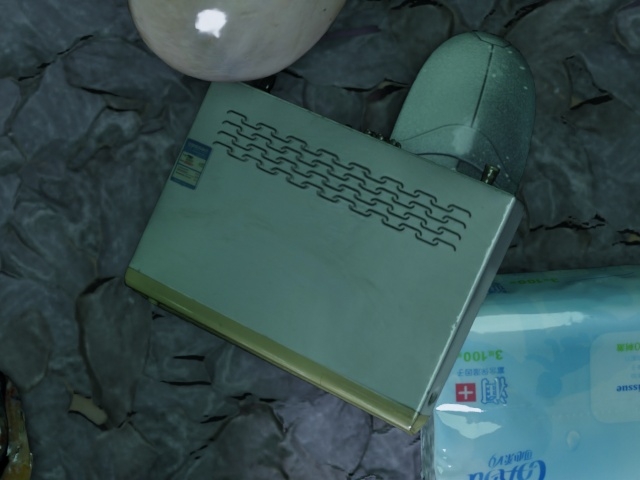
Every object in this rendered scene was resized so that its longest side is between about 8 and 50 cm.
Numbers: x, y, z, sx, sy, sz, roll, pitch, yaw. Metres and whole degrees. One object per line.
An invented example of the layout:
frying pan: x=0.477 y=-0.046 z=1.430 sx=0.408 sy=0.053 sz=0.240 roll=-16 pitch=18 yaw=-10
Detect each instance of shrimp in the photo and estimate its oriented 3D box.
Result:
shrimp: x=-0.318 y=0.138 z=1.058 sx=0.152 sy=0.046 sz=0.219 roll=-38 pitch=85 yaw=-9

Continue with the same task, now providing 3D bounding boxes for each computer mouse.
computer mouse: x=0.102 y=-0.059 z=1.073 sx=0.113 sy=0.068 sz=0.228 roll=18 pitch=90 yaw=-2

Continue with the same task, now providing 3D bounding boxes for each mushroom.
mushroom: x=-0.080 y=-0.229 z=1.010 sx=0.215 sy=0.207 sz=0.207 roll=31 pitch=89 yaw=31

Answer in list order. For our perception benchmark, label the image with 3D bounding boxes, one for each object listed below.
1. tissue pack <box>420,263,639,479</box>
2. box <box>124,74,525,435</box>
tissue pack: x=0.211 y=0.113 z=1.067 sx=0.263 sy=0.089 sz=0.177 roll=-3 pitch=103 yaw=-3
box: x=0.000 y=0.000 z=1.029 sx=0.270 sy=0.045 sz=0.210 roll=23 pitch=89 yaw=23
